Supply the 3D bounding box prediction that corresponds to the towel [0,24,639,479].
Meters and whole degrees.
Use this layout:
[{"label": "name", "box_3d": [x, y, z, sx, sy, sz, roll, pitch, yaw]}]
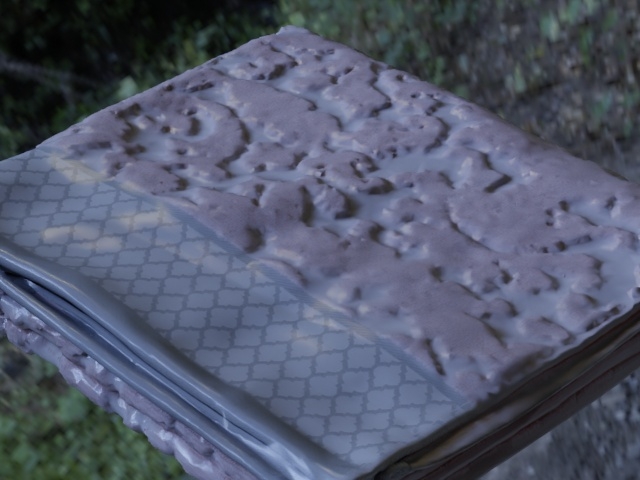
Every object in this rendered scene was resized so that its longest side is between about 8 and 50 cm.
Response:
[{"label": "towel", "box_3d": [0.000, 0.000, 0.942, 0.331, 0.053, 0.317, 30, 42, 33]}]
